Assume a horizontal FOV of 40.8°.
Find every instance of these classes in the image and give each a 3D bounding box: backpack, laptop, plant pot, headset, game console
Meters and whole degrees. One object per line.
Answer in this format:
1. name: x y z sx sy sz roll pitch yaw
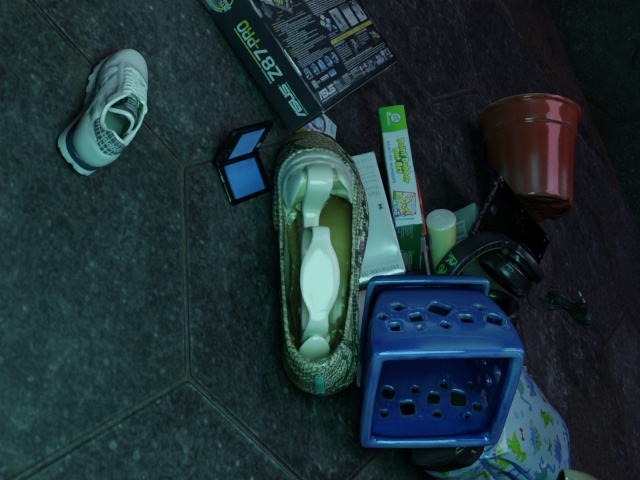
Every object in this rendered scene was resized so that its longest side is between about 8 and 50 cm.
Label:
1. backpack: 0.316 0.363 1.615 0.290 0.273 0.356 -83 156 -44
2. laptop: 0.408 -0.043 1.980 0.234 0.136 0.264 45 63 -29
3. plant pot: 0.549 -0.200 2.249 0.272 0.272 0.265 25 61 -47
4. plant pot: 0.176 0.183 1.397 0.212 0.235 0.236 -95 -174 -50
5. headset: 0.396 0.120 1.802 0.394 0.244 0.185 8 22 -40
6. game console: -0.112 -0.130 1.413 0.071 0.107 0.122 42 31 12

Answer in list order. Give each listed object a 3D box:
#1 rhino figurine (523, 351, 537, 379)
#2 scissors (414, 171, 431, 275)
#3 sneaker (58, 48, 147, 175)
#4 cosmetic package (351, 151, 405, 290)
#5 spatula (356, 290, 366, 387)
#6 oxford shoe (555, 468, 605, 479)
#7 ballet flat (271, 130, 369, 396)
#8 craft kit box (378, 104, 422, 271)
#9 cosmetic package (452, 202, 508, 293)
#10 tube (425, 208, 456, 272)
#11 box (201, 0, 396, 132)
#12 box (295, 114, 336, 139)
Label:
1. rhino figurine: 0.424 0.279 1.943 0.243 0.073 0.106 18 54 -51
2. scissors: 0.202 -0.005 1.711 0.109 0.021 0.297 83 2 -51
3. sneaker: -0.274 -0.189 1.191 0.090 0.094 0.235 41 40 -33
4. cosmetic package: 0.070 -0.030 1.554 0.085 0.117 0.231 82 -7 -76
5. spatula: 0.114 0.177 1.606 0.168 0.019 0.242 34 46 -42
6. oxford shoe: 0.396 0.562 1.546 0.130 0.348 0.123 27 4 -10
7. ballet flat: 0.000 0.000 1.381 0.182 0.163 0.483 86 3 -67
8. craft kit box: 0.154 -0.094 1.677 0.250 0.060 0.247 76 4 -69
9. cosmetic package: 0.386 0.026 2.007 0.238 0.107 0.127 27 48 -41
10. tube: 0.259 0.039 1.800 0.070 0.062 0.240 -33 138 -21
11. box: -0.031 -0.409 1.641 0.318 0.097 0.395 57 34 -9
12. box: -0.012 -0.216 1.642 0.136 0.028 0.081 38 43 -35
